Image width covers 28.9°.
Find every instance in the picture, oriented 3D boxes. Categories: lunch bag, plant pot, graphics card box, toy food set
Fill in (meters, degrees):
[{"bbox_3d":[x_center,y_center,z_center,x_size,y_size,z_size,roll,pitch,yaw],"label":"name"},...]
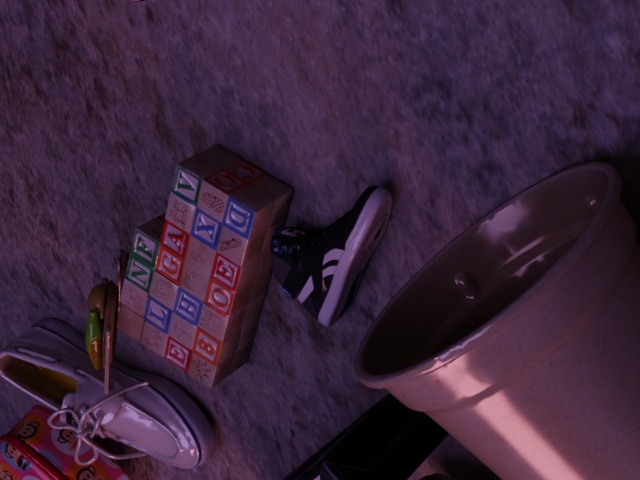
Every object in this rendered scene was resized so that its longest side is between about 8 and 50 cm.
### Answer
[{"bbox_3d":[-0.406,0.411,1.967,0.258,0.120,0.293,39,141,4],"label":"lunch bag"},{"bbox_3d":[0.258,0.140,1.282,0.305,0.334,0.334,49,131,-9],"label":"plant pot"},{"bbox_3d":[-0.007,0.336,1.593,0.094,0.233,0.371,50,131,5],"label":"graphics card box"},{"bbox_3d":[-0.303,0.112,1.727,0.038,0.192,0.132,4,123,-6],"label":"toy food set"}]

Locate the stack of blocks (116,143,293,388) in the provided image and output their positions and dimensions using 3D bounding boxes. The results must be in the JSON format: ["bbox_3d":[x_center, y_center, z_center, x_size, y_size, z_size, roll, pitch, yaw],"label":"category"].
[{"bbox_3d":[-0.158,0.027,1.641,0.171,0.087,0.297,31,127,20],"label":"stack of blocks"}]

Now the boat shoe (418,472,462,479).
[{"bbox_3d":[0.272,0.358,1.514,0.335,0.095,0.112,27,161,27],"label":"boat shoe"}]

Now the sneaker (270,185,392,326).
[{"bbox_3d":[0.000,0.000,1.522,0.121,0.079,0.217,34,129,15],"label":"sneaker"}]

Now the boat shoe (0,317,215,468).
[{"bbox_3d":[-0.336,0.246,1.828,0.367,0.156,0.136,31,127,20],"label":"boat shoe"}]
